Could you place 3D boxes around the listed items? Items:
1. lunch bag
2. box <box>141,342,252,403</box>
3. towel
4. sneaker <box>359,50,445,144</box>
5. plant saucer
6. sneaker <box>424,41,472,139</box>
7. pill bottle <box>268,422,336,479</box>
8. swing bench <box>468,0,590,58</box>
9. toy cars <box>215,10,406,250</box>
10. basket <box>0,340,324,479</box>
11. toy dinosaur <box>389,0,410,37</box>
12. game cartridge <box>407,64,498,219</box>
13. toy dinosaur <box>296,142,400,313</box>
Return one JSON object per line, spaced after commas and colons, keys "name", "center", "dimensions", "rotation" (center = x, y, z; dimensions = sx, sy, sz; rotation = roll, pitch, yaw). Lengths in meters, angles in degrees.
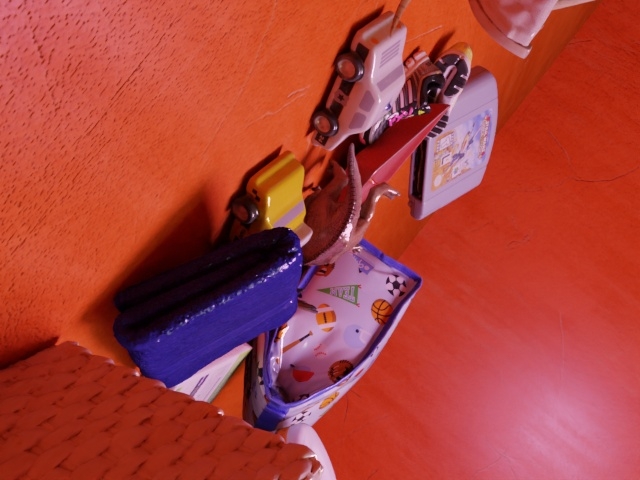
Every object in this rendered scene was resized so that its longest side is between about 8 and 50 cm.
{"name": "lunch bag", "center": [-0.018, 0.214, 1.619], "dimensions": [0.385, 0.239, 0.328], "rotation": [-54, 174, -29]}
{"name": "box", "center": [-0.245, 0.271, 1.319], "dimensions": [0.232, 0.058, 0.322], "rotation": [-53, 168, 10]}
{"name": "towel", "center": [-0.132, 0.083, 0.994], "dimensions": [0.228, 0.076, 0.308], "rotation": [-30, 167, -13]}
{"name": "sneaker", "center": [0.129, -0.207, 1.246], "dimensions": [0.170, 0.075, 0.063], "rotation": [-51, 170, -3]}
{"name": "plant saucer", "center": [0.083, -0.113, 1.379], "dimensions": [0.259, 0.048, 0.258], "rotation": [-42, 174, -41]}
{"name": "sneaker", "center": [0.209, -0.259, 1.420], "dimensions": [0.208, 0.081, 0.094], "rotation": [-54, -175, 48]}
{"name": "pill bottle", "center": [-0.177, 0.489, 1.474], "dimensions": [0.392, 0.224, 0.224], "rotation": [-19, 174, 9]}
{"name": "swing bench", "center": [0.339, -0.440, 1.149], "dimensions": [0.255, 0.165, 0.253], "rotation": [-38, 165, -33]}
{"name": "toy cars", "center": [0.001, -0.099, 1.028], "dimensions": [0.393, 0.087, 0.176], "rotation": [-53, 170, 8]}
{"name": "basket", "center": [-0.214, 0.288, 0.665], "dimensions": [0.331, 0.328, 0.266], "rotation": [-25, 133, -67]}
{"name": "toy dinosaur", "center": [0.131, -0.337, 0.908], "dimensions": [0.112, 0.064, 0.211], "rotation": [-14, 136, -44]}
{"name": "game cartridge", "center": [0.266, -0.193, 1.626], "dimensions": [0.198, 0.062, 0.297], "rotation": [-27, 141, -22]}
{"name": "toy dinosaur", "center": [0.000, 0.000, 1.182], "dimensions": [0.200, 0.127, 0.295], "rotation": [-52, 180, -39]}
